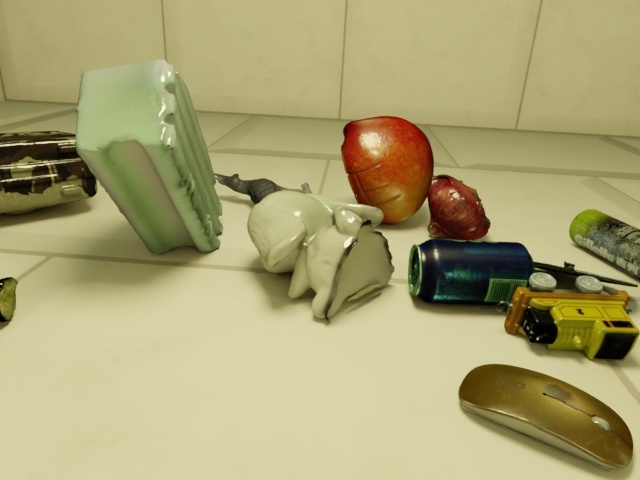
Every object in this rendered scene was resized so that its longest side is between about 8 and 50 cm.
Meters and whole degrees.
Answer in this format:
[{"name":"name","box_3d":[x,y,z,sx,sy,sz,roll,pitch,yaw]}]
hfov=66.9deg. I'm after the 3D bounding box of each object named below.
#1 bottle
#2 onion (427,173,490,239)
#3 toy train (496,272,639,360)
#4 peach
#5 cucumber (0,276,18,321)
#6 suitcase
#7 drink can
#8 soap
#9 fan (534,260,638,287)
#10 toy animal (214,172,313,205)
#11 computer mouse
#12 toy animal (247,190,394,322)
[{"name":"bottle","box_3d":[0.668,0.029,1.010,0.093,0.093,0.330,-3,23,-13]},{"name":"onion","box_3d":[0.314,-0.068,1.152,0.147,0.184,0.184,-37,18,13]},{"name":"toy train","box_3d":[0.393,0.123,0.763,0.220,0.089,0.127,3,33,-2]},{"name":"peach","box_3d":[0.161,-0.193,1.214,0.245,0.274,0.248,-38,39,-1]},{"name":"cucumber","box_3d":[-0.611,0.104,0.702,0.300,0.072,0.072,-6,24,-19]},{"name":"suitcase","box_3d":[-0.753,-0.166,1.187,0.352,0.193,0.339,-15,22,-39]},{"name":"drink can","box_3d":[0.264,0.056,0.864,0.205,0.118,0.118,3,23,-2]},{"name":"soap","box_3d":[-0.310,-0.141,0.970,0.156,0.446,0.261,-9,62,-3]},{"name":"fan","box_3d":[0.438,0.051,0.904,0.295,0.012,0.223,13,0,-34]},{"name":"toy animal","box_3d":[-0.112,-0.109,1.271,0.206,0.081,0.367,-11,34,-40]},{"name":"computer mouse","box_3d":[0.272,0.207,0.596,0.199,0.044,0.102,17,29,31]},{"name":"toy animal","box_3d":[-0.014,0.004,0.882,0.290,0.174,0.249,12,23,18]}]
